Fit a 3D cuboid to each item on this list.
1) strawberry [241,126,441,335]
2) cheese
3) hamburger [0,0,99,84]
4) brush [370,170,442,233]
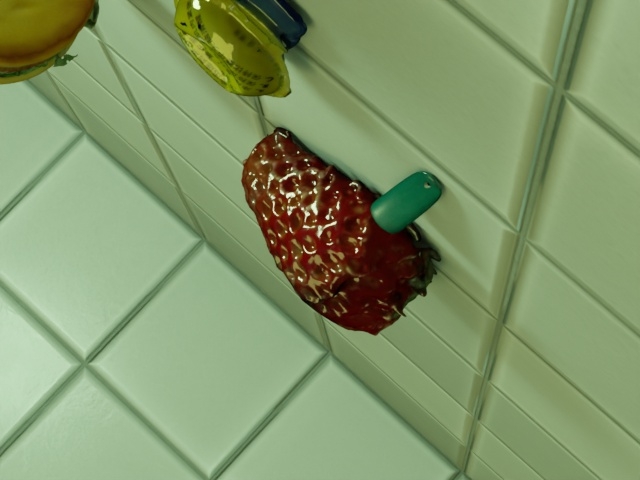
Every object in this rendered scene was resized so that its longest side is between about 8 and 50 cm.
[{"bbox_3d":[0.008,0.004,1.857,0.280,0.150,0.253,43,171,-8],"label":"strawberry"},{"bbox_3d":[-0.076,-0.204,1.515,0.156,0.064,0.250,44,162,-12],"label":"cheese"},{"bbox_3d":[-0.391,-0.305,1.873,0.246,0.246,0.170,44,159,-5],"label":"hamburger"},{"bbox_3d":[0.097,-0.046,1.618,0.043,0.032,0.193,48,159,-1],"label":"brush"}]
